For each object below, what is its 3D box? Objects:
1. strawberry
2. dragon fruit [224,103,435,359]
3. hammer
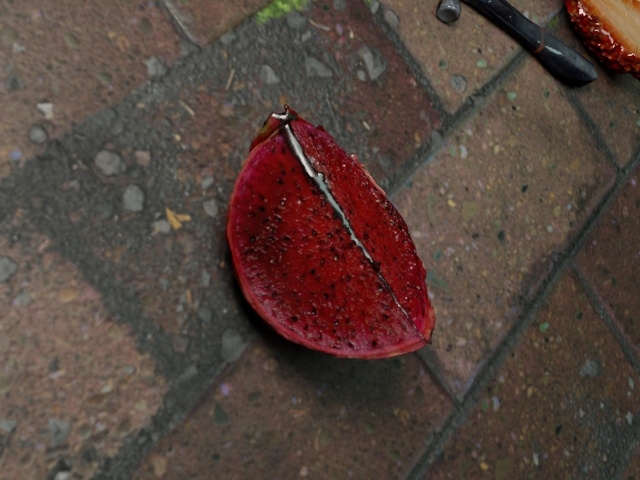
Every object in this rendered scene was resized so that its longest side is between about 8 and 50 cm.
[{"bbox_3d":[0.444,-0.333,1.275,0.208,0.087,0.167,41,58,-2],"label":"strawberry"},{"bbox_3d":[0.000,0.000,0.840,0.189,0.163,0.262,-31,94,-7],"label":"dragon fruit"},{"bbox_3d":[0.284,-0.303,1.177,0.289,0.037,0.137,27,66,-27],"label":"hammer"}]
